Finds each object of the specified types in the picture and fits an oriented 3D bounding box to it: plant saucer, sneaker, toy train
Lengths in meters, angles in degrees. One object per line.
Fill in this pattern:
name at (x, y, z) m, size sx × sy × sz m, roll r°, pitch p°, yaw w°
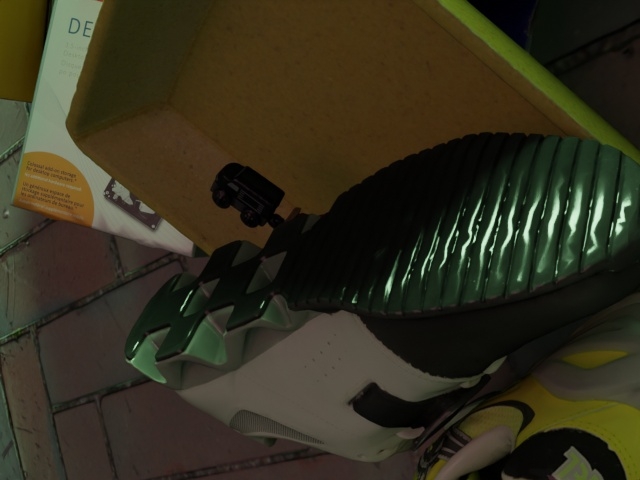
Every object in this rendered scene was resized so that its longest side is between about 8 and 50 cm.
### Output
plant saucer at (0.013, -0.063, 0.529) m, size 0.333 × 0.081 × 0.333 m, roll 39°, pitch 146°, yaw -5°
sneaker at (0.044, 0.049, 0.448) m, size 0.331 × 0.122 × 0.146 m, roll -19°, pitch 122°, yaw 45°
toy train at (0.000, 0.000, 0.523) m, size 0.158 × 0.027 × 0.036 m, roll 34°, pitch 137°, yaw 2°
sneaker at (0.103, 0.162, 0.493) m, size 0.145 × 0.147 × 0.384 m, roll 53°, pitch 148°, yaw 26°

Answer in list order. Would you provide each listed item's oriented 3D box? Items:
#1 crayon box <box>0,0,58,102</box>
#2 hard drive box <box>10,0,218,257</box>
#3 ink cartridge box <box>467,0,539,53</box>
crayon box at (-0.314, -0.260, 0.823) m, size 0.323 × 0.083 × 0.203 m, roll -138°, pitch 56°, yaw -61°
hard drive box at (-0.146, -0.118, 0.709) m, size 0.181 × 0.089 × 0.232 m, roll 14°, pitch 94°, yaw 15°
ink cartridge box at (0.074, -0.289, 0.489) m, size 0.270 × 0.151 × 0.395 m, roll 3°, pitch 111°, yaw 41°
